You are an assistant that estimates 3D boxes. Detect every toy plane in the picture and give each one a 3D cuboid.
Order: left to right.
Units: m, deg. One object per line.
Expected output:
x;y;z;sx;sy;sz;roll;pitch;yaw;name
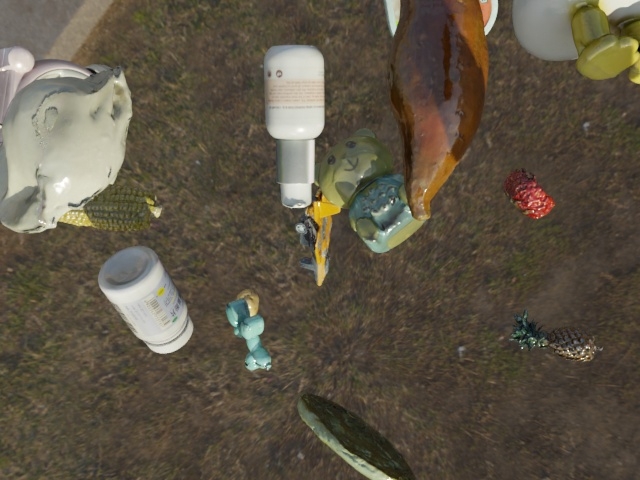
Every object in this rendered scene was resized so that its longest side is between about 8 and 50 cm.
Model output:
-0.012;-0.004;1.603;0.102;0.316;0.204;20;43;9;toy plane

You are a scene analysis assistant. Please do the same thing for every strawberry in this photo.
0.534;-0.118;1.608;0.086;0.145;0.145;-40;80;15;strawberry

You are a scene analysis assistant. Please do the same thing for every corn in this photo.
-0.430;-0.067;1.103;0.288;0.086;0.087;8;79;-18;corn

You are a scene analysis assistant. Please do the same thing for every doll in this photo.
-0.161;0.230;1.454;0.059;0.159;0.159;-22;36;-26;doll
0.106;-0.114;1.353;0.177;0.161;0.261;-40;67;7;doll
0.166;-0.229;0.440;0.138;0.119;0.293;4;56;-23;doll

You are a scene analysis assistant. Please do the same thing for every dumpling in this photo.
-0.343;-0.128;0.791;0.172;0.142;0.247;13;68;33;dumpling

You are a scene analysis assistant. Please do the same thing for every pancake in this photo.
0.028;0.150;0.465;0.108;0.108;0.017;35;94;8;pancake

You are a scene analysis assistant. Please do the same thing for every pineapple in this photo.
0.587;0.242;1.554;0.221;0.103;0.083;11;46;30;pineapple

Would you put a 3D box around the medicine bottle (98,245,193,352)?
-0.288;0.104;1.051;0.102;0.187;0.103;-8;46;9;medicine bottle

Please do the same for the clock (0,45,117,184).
-0.652;-0.295;1.560;0.184;0.325;0.342;15;95;45;clock

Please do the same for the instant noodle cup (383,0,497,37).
0.282;-0.620;1.592;0.293;0.308;0.294;0;108;0;instant noodle cup

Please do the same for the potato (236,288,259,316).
-0.208;0.182;1.808;0.068;0.083;0.062;-30;46;-24;potato

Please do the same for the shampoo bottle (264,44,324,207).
-0.031;-0.140;0.768;0.073;0.074;0.192;-1;104;3;shampoo bottle

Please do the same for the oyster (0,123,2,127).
-0.761;-0.260;1.233;0.222;0.214;0.083;0;65;32;oyster

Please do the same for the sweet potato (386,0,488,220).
0.130;-0.199;0.688;0.112;0.112;0.360;5;85;3;sweet potato
